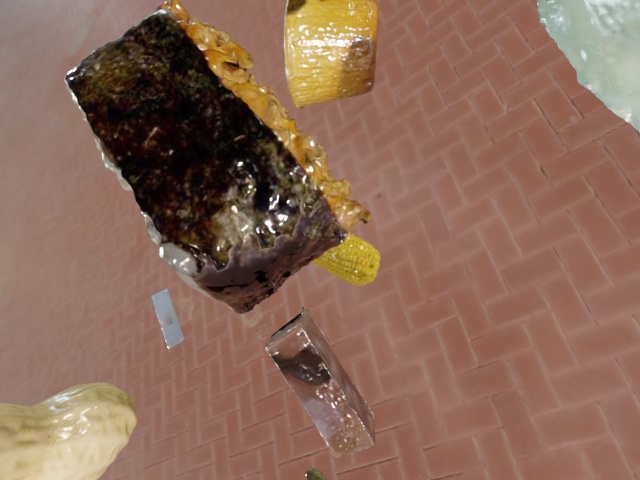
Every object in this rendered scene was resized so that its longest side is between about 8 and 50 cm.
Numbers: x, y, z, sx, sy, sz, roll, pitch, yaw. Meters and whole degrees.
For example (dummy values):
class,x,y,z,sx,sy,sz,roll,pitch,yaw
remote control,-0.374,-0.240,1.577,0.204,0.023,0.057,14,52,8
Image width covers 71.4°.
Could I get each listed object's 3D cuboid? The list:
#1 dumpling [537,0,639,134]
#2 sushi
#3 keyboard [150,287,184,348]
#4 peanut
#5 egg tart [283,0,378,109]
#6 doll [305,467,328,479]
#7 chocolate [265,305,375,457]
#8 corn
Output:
class,x,y,z,sx,sy,sz,roll,pitch,yaw
dumpling,0.228,-0.131,0.225,0.216,0.149,0.105,14,45,29
sushi,-0.120,-0.092,0.514,0.207,0.234,0.348,-37,79,-4
keyboard,-0.445,0.228,1.299,0.014,0.055,0.176,2,112,36
peanut,-0.213,0.150,0.303,0.082,0.187,0.082,-3,84,30
egg tart,0.022,-0.324,0.763,0.147,0.202,0.203,4,70,4
doll,-0.022,0.358,0.546,0.285,0.202,0.091,5,104,22
chocolate,-0.002,0.314,0.987,0.112,0.112,0.321,-31,94,10
corn,0.000,0.000,0.754,0.080,0.231,0.080,-54,14,21
